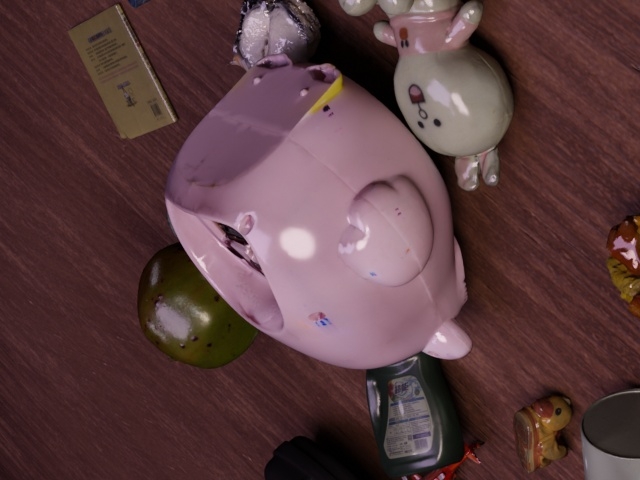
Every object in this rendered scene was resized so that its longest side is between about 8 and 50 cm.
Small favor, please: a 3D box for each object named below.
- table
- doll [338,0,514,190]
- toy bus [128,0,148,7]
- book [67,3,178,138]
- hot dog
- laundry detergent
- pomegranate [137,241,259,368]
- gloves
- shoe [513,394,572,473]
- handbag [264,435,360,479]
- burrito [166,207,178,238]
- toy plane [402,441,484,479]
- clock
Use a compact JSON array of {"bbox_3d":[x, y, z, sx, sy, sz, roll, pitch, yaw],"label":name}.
[{"bbox_3d":[0.368,0.294,1.579,0.126,0.126,0.220,21,133,42],"label":"table"},{"bbox_3d":[0.135,-0.190,1.497,0.155,0.113,0.275,-9,118,52],"label":"doll"},{"bbox_3d":[-0.226,-0.376,1.834,0.047,0.065,0.166,52,149,9],"label":"toy bus"},{"bbox_3d":[-0.300,-0.250,2.083,0.168,0.013,0.192,-10,109,55],"label":"book"},{"bbox_3d":[0.376,0.054,1.386,0.213,0.103,0.146,40,143,21],"label":"hot dog"},{"bbox_3d":[0.111,0.200,1.847,0.144,0.078,0.221,-25,78,48],"label":"laundry detergent"},{"bbox_3d":[-0.172,0.081,2.033,0.198,0.198,0.246,50,150,11],"label":"pomegranate"},{"bbox_3d":[-0.054,-0.250,1.716,0.114,0.070,0.153,54,147,16],"label":"gloves"},{"bbox_3d":[0.274,0.235,1.708,0.072,0.069,0.109,-136,36,-64],"label":"shoe"},{"bbox_3d":[0.028,0.417,2.078,0.253,0.093,0.308,55,166,-21],"label":"handbag"},{"bbox_3d":[-0.147,-0.068,1.993,0.096,0.066,0.309,53,148,-4],"label":"burrito"},{"bbox_3d":[0.165,0.319,1.918,0.126,0.077,0.194,33,133,26],"label":"toy plane"},{"bbox_3d":[0.000,0.000,1.644,0.368,0.250,0.376,22,154,54],"label":"clock"}]
